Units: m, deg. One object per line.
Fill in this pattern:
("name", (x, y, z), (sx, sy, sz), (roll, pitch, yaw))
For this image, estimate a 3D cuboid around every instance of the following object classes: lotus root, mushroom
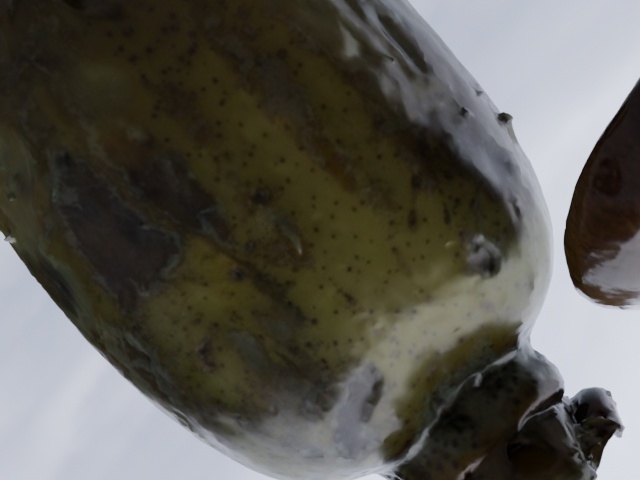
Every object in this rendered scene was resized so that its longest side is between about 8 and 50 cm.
("lotus root", (-0.001, 0.001, 0.536), (0.154, 0.278, 0.154), (-44, 179, -1))
("mushroom", (0.105, -0.031, 0.446), (0.123, 0.052, 0.123), (-57, 166, -24))
